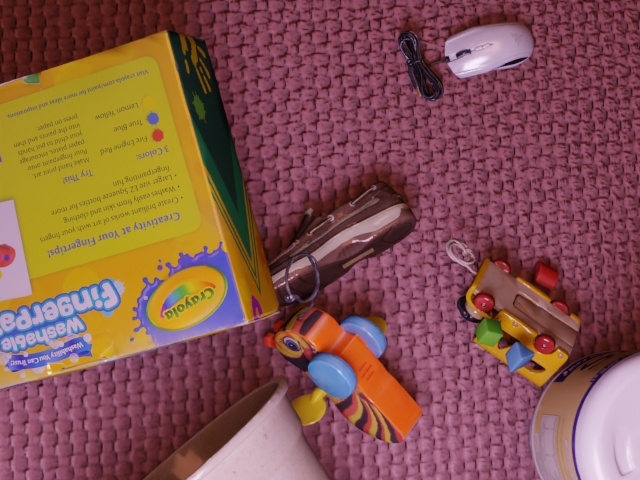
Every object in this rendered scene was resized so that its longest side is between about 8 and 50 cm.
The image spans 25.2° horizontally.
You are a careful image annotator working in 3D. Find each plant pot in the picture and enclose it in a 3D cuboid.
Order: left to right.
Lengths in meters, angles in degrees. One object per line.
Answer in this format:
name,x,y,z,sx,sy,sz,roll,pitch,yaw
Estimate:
plant pot,-0.076,0.393,1.800,0.334,0.334,0.305,-41,93,-8

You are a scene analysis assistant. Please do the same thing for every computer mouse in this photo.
computer mouse,0.214,-0.270,2.034,0.193,0.042,0.106,-18,85,-7

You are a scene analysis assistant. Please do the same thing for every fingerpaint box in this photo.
fingerpaint box,-0.319,-0.022,1.819,0.445,0.163,0.371,-16,89,15

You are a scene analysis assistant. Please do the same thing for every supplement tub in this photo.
supplement tub,0.409,0.261,1.854,0.241,0.331,0.241,1,84,-6

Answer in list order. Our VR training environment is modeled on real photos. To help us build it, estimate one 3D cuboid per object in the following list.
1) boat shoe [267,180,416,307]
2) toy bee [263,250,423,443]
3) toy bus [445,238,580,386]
boat shoe,0.001,0.003,1.971,0.257,0.095,0.095,-28,67,-8
toy bee,0.010,0.144,1.936,0.195,0.162,0.298,-25,101,-39
toy bus,0.254,0.111,1.969,0.191,0.104,0.202,3,49,-34
